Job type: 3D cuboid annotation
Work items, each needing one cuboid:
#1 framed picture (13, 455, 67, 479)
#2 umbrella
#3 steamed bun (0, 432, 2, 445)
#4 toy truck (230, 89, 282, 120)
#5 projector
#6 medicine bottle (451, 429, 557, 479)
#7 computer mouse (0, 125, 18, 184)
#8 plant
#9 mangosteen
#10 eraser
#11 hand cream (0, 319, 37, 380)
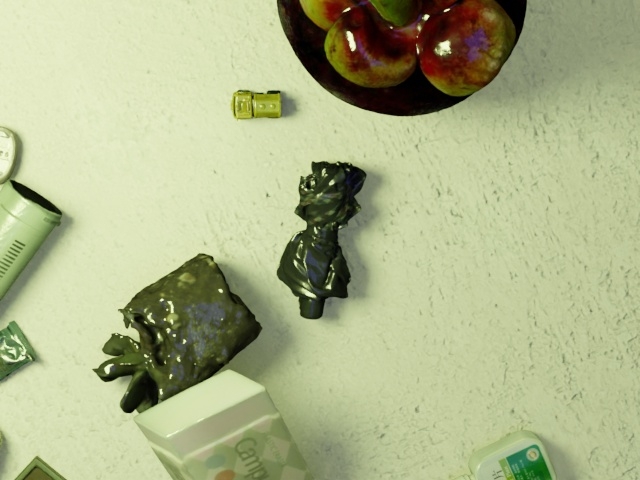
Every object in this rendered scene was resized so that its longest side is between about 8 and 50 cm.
[{"bbox_3d":[-0.459,0.526,1.946,0.265,0.018,0.192,44,93,-14],"label":"framed picture"},{"bbox_3d":[-0.001,-0.001,1.861,0.122,0.110,0.272,7,105,-9],"label":"umbrella"},{"bbox_3d":[-0.600,0.353,1.854,0.112,0.091,0.130,36,95,-12],"label":"steamed bun"},{"bbox_3d":[-0.106,-0.221,1.822,0.083,0.054,0.049,-2,102,-7],"label":"toy truck"},{"bbox_3d":[-0.553,0.063,1.792,0.108,0.108,0.337,36,95,-13],"label":"projector"},{"bbox_3d":[0.325,0.426,2.007,0.183,0.069,0.119,-25,106,-1],"label":"medicine bottle"},{"bbox_3d":[-0.521,-0.136,1.791,0.066,0.039,0.096,13,92,-11],"label":"computer mouse"},{"bbox_3d":[-0.246,0.158,1.818,0.276,0.199,0.188,-40,98,-2],"label":"plant"},{"bbox_3d":[0.128,-0.365,1.629,0.382,0.435,0.382,-2,100,-10],"label":"mangosteen"},{"bbox_3d":[-0.134,0.382,1.836,0.213,0.082,0.397,-27,133,-4],"label":"eraser"},{"bbox_3d":[-0.592,0.237,1.851,0.248,0.052,0.075,-35,105,0],"label":"hand cream"}]
